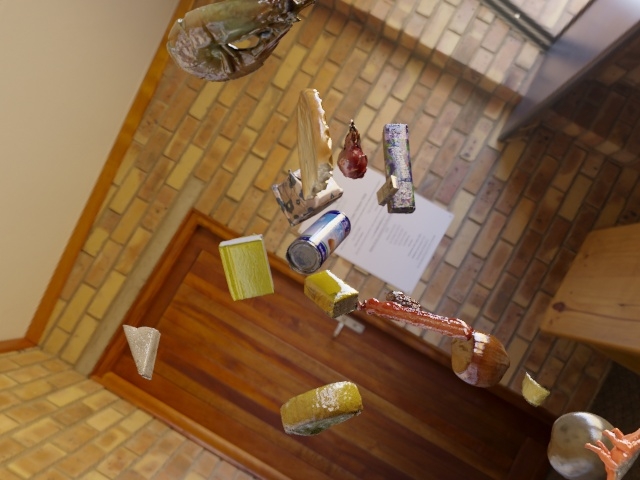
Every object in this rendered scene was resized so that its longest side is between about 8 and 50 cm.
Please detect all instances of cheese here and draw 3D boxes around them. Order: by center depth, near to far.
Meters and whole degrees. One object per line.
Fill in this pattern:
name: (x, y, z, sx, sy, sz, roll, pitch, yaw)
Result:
cheese: (0.613, 0.433, 1.443, 0.041, 0.084, 0.060, 15, -65, -45)

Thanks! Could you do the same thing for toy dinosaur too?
toy dinosaur: (0.639, 0.482, 1.092, 0.279, 0.055, 0.101, -48, 33, 3)

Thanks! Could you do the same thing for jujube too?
jujube: (0.335, 0.264, 1.991, 0.104, 0.166, 0.104, -52, -2, -3)

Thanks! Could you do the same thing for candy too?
candy: (0.004, 0.520, 1.524, 0.260, 0.118, 0.260, -17, -24, -8)
candy: (0.260, -0.240, 1.660, 0.061, 0.088, 0.312, 92, 176, -76)

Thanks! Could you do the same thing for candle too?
candle: (0.238, 0.198, 1.286, 0.048, 0.329, 0.051, 41, -113, -47)

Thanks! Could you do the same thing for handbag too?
handbag: (-0.057, -0.192, 1.968, 0.190, 0.193, 0.251, -33, 0, 39)

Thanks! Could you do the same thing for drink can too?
drink can: (0.000, 0.000, 1.290, 0.097, 0.097, 0.235, -62, -10, 30)

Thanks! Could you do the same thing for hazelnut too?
hazelnut: (0.570, 0.411, 1.782, 0.210, 0.186, 0.210, -27, 31, 17)

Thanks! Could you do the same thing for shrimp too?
shrimp: (-0.129, -0.349, 0.840, 0.145, 0.267, 0.061, 53, -161, -49)

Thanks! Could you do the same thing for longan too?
longan: (0.902, 0.713, 1.708, 0.248, 0.248, 0.248, -60, -3, -5)

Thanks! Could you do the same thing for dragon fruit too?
dragon fruit: (0.087, -0.260, 1.464, 0.094, 0.094, 0.190, -58, -35, -41)

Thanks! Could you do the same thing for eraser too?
eraser: (-0.265, 0.097, 1.788, 0.069, 0.158, 0.226, -93, -7, -73)

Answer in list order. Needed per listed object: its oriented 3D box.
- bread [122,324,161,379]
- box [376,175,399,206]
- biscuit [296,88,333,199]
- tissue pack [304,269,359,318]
bread: (-0.551, 0.337, 1.494, 0.077, 0.105, 0.152, 82, -170, -59)
box: (0.201, -0.148, 1.490, 0.083, 0.024, 0.053, -53, 31, 41)
biscuit: (-0.015, -0.202, 1.019, 0.309, 0.040, 0.204, 133, 129, -80)
tissue pack: (0.037, 0.182, 1.718, 0.120, 0.169, 0.082, -15, -54, -35)
